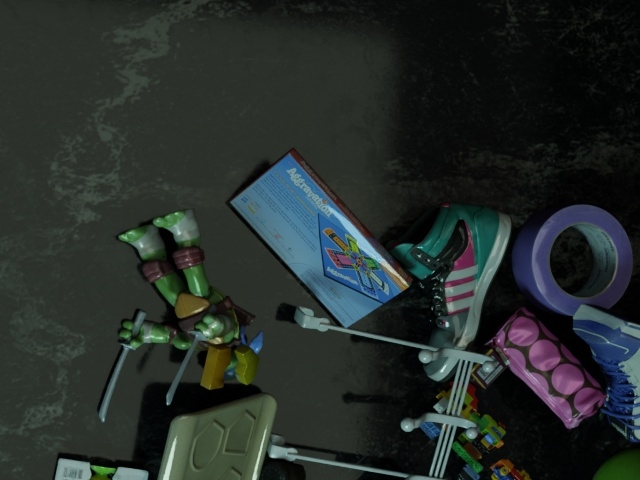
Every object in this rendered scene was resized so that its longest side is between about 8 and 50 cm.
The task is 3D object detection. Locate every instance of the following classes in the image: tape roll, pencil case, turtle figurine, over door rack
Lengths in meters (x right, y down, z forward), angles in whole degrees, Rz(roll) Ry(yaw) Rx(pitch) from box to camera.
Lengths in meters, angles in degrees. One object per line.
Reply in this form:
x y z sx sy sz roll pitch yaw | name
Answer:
0.427 0.034 1.829 0.188 0.080 0.189 0 88 -15 | tape roll
0.369 0.214 1.774 0.209 0.095 0.098 45 42 13 | pencil case
-0.227 0.104 1.592 0.274 0.198 0.266 -20 89 -18 | turtle figurine
0.090 0.261 1.665 0.324 0.108 0.240 14 97 0 | over door rack

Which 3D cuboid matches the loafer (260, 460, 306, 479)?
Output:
-0.044 0.451 1.694 0.078 0.080 0.220 -6 100 -40 | loafer

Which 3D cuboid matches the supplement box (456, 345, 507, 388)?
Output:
0.261 0.208 1.778 0.055 0.083 0.043 -44 101 -11 | supplement box

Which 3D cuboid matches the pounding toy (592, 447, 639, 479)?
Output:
0.583 0.472 1.849 0.237 0.110 0.183 44 79 -10 | pounding toy

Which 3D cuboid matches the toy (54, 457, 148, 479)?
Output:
-0.348 0.456 1.625 0.136 0.056 0.237 11 81 -11 | toy

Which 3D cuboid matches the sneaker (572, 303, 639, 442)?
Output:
0.525 0.237 1.798 0.315 0.127 0.182 28 89 -39 | sneaker

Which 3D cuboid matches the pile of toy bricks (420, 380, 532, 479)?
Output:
0.268 0.329 1.782 0.212 0.118 0.105 46 49 6 | pile of toy bricks

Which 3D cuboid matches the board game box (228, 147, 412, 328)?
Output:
0.000 0.000 1.694 0.145 0.027 0.281 -36 102 32 | board game box

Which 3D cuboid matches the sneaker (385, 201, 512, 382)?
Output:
0.180 0.066 1.739 0.178 0.124 0.296 22 84 -13 | sneaker

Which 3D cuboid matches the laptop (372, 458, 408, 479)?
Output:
0.106 0.541 1.769 0.234 0.136 0.264 39 105 -11 | laptop

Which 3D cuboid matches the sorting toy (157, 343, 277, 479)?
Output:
-0.153 0.291 1.599 0.229 0.041 0.307 -1 108 -57 | sorting toy
